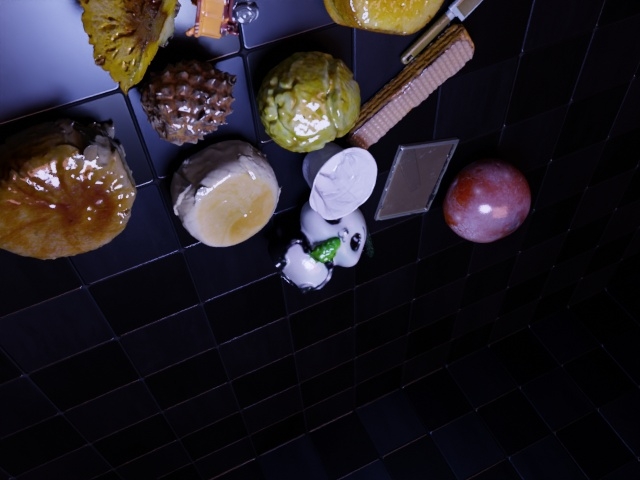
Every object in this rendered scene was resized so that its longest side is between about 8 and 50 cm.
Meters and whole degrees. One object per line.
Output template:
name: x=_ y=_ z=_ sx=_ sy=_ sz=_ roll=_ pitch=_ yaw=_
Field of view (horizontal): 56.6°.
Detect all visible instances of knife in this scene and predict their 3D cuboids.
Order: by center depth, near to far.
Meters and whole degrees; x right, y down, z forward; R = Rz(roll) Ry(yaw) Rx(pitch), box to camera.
knife: x=0.316 y=-0.530 z=1.356 sx=0.343 sy=0.027 sz=0.061 roll=-43 pitch=143 yaw=19

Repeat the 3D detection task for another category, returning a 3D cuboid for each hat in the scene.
hat: x=0.032 y=-0.168 z=1.478 sx=0.203 sy=0.126 sz=0.203 roll=-19 pitch=136 yaw=-19

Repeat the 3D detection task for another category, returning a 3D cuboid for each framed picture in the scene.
framed picture: x=0.279 y=-0.176 z=1.747 sx=0.208 sy=0.019 sz=0.281 roll=-10 pitch=138 yaw=-27

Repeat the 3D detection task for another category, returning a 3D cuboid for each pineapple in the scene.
pineapple: x=-0.314 y=-0.402 z=1.005 sx=0.139 sy=0.164 sz=0.250 roll=26 pitch=118 yaw=-5
pineapple: x=-0.239 y=-0.275 z=1.138 sx=0.193 sy=0.166 sz=0.166 roll=-37 pitch=148 yaw=-24

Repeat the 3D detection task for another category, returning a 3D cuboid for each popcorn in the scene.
popcorn: x=-0.024 y=-0.295 z=1.258 sx=0.221 sy=0.183 sz=0.204 roll=-16 pitch=111 yaw=-16

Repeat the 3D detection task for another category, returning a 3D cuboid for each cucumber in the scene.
cucumber: x=0.124 y=-0.031 z=1.783 sx=0.044 sy=0.043 sz=0.257 roll=-34 pitch=143 yaw=-6

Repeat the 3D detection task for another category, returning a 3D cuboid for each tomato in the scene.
tomato: x=0.514 y=-0.116 z=1.814 sx=0.270 sy=0.227 sz=0.270 roll=-22 pitch=143 yaw=-18

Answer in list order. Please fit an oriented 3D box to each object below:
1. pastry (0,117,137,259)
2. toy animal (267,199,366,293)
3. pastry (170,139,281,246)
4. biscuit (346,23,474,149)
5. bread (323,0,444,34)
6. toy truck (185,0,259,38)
pastry: x=-0.511 y=-0.086 z=1.176 sx=0.329 sy=0.136 sz=0.330 roll=-21 pitch=142 yaw=-17
toy animal: x=0.001 y=0.003 z=1.592 sx=0.266 sy=0.213 sz=0.212 roll=-40 pitch=143 yaw=16
pastry: x=-0.215 y=-0.108 z=1.368 sx=0.264 sy=0.133 sz=0.265 roll=-20 pitch=142 yaw=-17
biscuit: x=0.214 y=-0.366 z=1.449 sx=0.378 sy=0.054 sz=0.094 roll=-41 pitch=144 yaw=12
bread: x=0.131 y=-0.516 z=1.141 sx=0.268 sy=0.146 sz=0.269 roll=-18 pitch=137 yaw=-17
toy truck: x=-0.154 y=-0.462 z=0.961 sx=0.135 sy=0.114 sz=0.270 roll=6 pitch=147 yaw=-14
